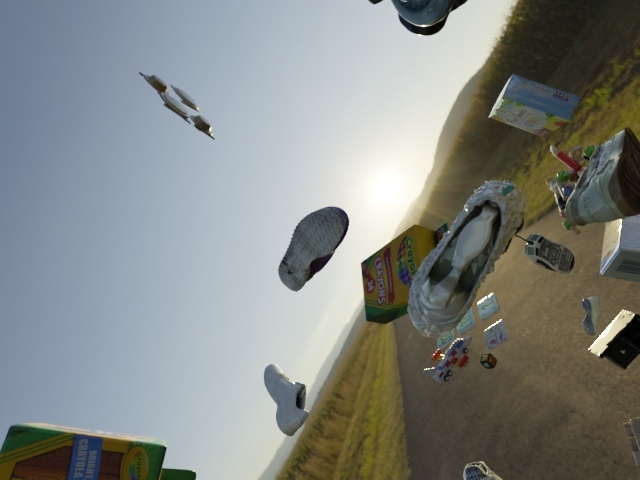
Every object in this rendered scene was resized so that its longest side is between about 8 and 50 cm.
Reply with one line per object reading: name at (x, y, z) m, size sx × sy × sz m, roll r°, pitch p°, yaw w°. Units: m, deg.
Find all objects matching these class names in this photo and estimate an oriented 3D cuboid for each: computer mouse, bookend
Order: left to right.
computer mouse at (0.513, 0.023, 0.976) m, size 0.106 × 0.193 × 0.042 m, roll -63°, pitch 7°, yaw -16°
bookend at (0.878, 0.305, 1.141) m, size 0.157 × 0.156 × 0.072 m, roll -52°, pitch -9°, yaw 6°

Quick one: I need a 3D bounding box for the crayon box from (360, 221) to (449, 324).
crayon box at (0.241, 0.094, 1.176) m, size 0.318 × 0.081 × 0.202 m, roll -42°, pitch 41°, yaw 46°

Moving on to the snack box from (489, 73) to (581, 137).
snack box at (0.570, -0.360, 1.115) m, size 0.070 × 0.175 × 0.207 m, roll -66°, pitch -11°, yaw 6°

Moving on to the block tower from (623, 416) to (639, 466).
block tower at (0.839, 0.466, 0.909) m, size 0.091 × 0.336 × 0.097 m, roll 124°, pitch 159°, yaw -51°

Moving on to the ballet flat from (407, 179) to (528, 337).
ballet flat at (0.286, 0.057, 0.874) m, size 0.147 × 0.147 × 0.408 m, roll -39°, pitch -28°, yaw -62°

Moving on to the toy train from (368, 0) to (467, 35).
toy train at (0.090, -0.322, 0.293) m, size 0.142 × 0.190 × 0.334 m, roll -36°, pitch -14°, yaw -14°

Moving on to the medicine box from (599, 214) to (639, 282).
medicine box at (1.164, -0.030, 1.516) m, size 0.289 × 0.149 × 0.263 m, roll -70°, pitch -26°, yaw -20°

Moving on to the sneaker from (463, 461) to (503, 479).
sneaker at (0.372, 0.547, 0.924) m, size 0.090 × 0.094 × 0.235 m, roll -29°, pitch -31°, yaw 8°

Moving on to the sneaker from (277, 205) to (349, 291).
sneaker at (-0.001, 0.000, 1.019) m, size 0.146 × 0.102 × 0.293 m, roll -36°, pitch -11°, yaw -44°

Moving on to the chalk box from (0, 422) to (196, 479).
chalk box at (-0.354, 0.410, 0.663) m, size 0.179 × 0.289 × 0.180 m, roll 132°, pitch 150°, yaw -61°

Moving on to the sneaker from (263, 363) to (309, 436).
sneaker at (-0.080, 0.391, 1.066) m, size 0.094 × 0.212 × 0.080 m, roll -46°, pitch -52°, yaw 9°

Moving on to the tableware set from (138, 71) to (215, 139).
tableware set at (-0.283, -0.274, 0.823) m, size 0.020 × 0.168 × 0.141 m, roll -45°, pitch -28°, yaw 14°

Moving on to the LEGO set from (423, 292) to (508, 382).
LEGO set at (0.321, 0.216, 0.918) m, size 0.182 × 0.060 × 0.244 m, roll -43°, pitch 6°, yaw 25°

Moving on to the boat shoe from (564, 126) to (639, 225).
boat shoe at (0.478, -0.109, 0.678) m, size 0.285 × 0.104 × 0.089 m, roll -31°, pitch -1°, yaw -41°

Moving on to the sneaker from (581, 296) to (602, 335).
sneaker at (0.989, 0.274, 1.481) m, size 0.054 × 0.061 × 0.152 m, roll -136°, pitch 33°, yaw -69°

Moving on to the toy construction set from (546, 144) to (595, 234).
toy construction set at (0.858, -0.233, 1.392) m, size 0.257 × 0.309 × 0.237 m, roll -40°, pitch 38°, yaw 20°
